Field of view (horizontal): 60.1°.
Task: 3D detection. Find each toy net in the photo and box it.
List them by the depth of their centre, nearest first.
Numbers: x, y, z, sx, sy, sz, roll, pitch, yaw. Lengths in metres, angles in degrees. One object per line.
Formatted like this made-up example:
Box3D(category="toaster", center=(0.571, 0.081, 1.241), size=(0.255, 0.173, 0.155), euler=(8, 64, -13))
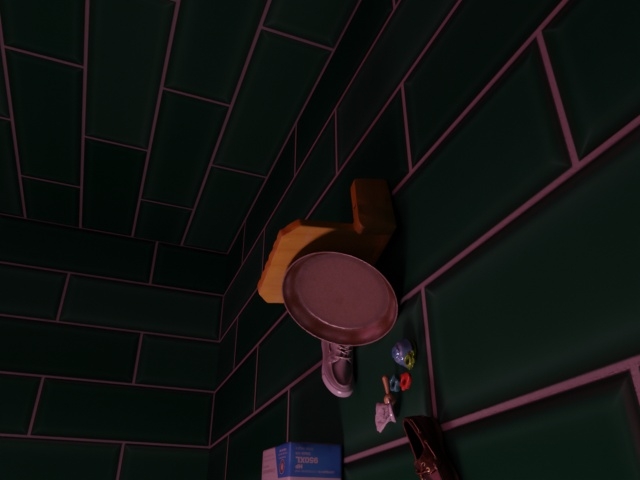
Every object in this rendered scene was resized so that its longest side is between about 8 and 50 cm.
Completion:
Box3D(category="toy net", center=(0.185, 0.351, 1.301), size=(0.122, 0.045, 0.232), euler=(-145, 65, -68))

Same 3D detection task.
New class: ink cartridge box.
Box3D(category="ink cartridge box", center=(-0.063, 0.796, 1.572), size=(0.285, 0.166, 0.395), euler=(131, 145, -57))

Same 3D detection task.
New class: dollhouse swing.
Box3D(category="dollhouse swing", center=(0.000, 0.000, 1.586), size=(0.315, 0.305, 0.347), euler=(-93, 21, -49))

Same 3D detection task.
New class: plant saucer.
Box3D(category="plant saucer", center=(0.051, 0.147, 1.448), size=(0.050, 0.310, 0.310), euler=(-64, -1, -54))

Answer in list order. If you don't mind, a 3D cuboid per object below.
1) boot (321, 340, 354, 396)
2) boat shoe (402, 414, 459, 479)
Box3D(category="boot", center=(0.055, 0.319, 1.607), size=(0.258, 0.095, 0.123), euler=(-105, 25, -55))
Box3D(category="boat shoe", center=(0.217, 0.445, 1.105), size=(0.207, 0.073, 0.073), euler=(-107, 34, -52))
